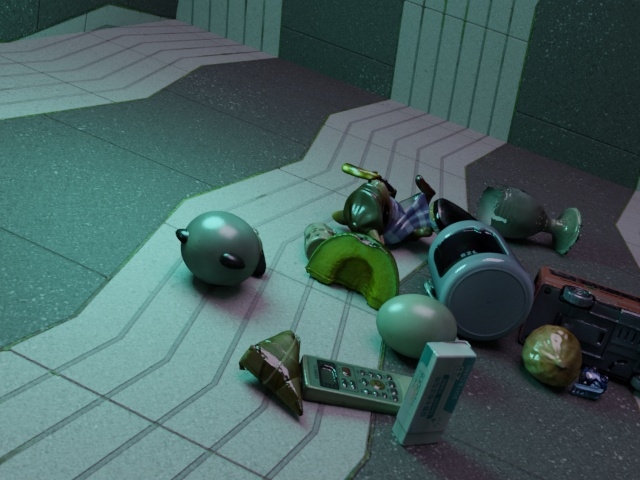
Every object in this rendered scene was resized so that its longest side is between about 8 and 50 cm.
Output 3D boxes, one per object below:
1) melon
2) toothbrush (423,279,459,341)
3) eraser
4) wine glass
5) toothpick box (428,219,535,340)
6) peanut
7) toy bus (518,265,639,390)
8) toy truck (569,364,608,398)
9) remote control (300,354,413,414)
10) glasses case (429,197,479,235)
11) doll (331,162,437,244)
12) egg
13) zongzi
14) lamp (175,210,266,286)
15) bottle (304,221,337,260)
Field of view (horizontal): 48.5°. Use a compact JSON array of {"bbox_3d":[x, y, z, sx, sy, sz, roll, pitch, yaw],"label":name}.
[{"bbox_3d":[0.116,0.057,1.870,0.265,0.169,0.129,28,26,17],"label":"melon"},{"bbox_3d":[0.324,0.190,1.899,0.024,0.026,0.288,12,27,-15],"label":"toothbrush"},{"bbox_3d":[0.222,0.300,1.392,0.095,0.225,0.052,3,29,-26],"label":"eraser"},{"bbox_3d":[0.723,-0.080,2.503,0.356,0.191,0.190,18,26,-9],"label":"wine glass"},{"bbox_3d":[0.418,0.097,1.919,0.263,0.263,0.355,14,23,-6],"label":"toothpick box"},{"bbox_3d":[0.574,0.283,1.760,0.140,0.109,0.159,25,54,1],"label":"peanut"},{"bbox_3d":[0.759,0.232,1.892,0.426,0.203,0.233,19,21,9],"label":"toy bus"},{"bbox_3d":[0.659,0.357,1.753,0.090,0.056,0.073,-21,50,-34],"label":"toy truck"},{"bbox_3d":[0.095,0.310,1.509,0.285,0.038,0.123,13,26,-10],"label":"remote control"},{"bbox_3d":[0.447,-0.019,2.195,0.321,0.082,0.122,32,45,-34],"label":"glasses case"},{"bbox_3d":[0.219,-0.101,2.195,0.339,0.209,0.318,-2,39,-41],"label":"doll"},{"bbox_3d":[0.226,0.202,1.674,0.192,0.149,0.149,14,26,0],"label":"egg"},{"bbox_3d":[-0.059,0.268,1.465,0.176,0.078,0.160,39,32,19],"label":"zongzi"},{"bbox_3d":[-0.231,0.021,1.737,0.197,0.198,0.244,27,5,18],"label":"lamp"},{"bbox_3d":[-0.001,-0.001,1.999,0.098,0.099,0.152,13,23,-9],"label":"bottle"}]
